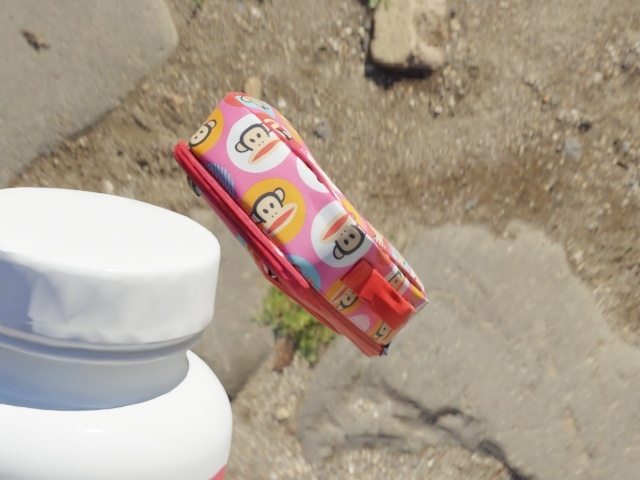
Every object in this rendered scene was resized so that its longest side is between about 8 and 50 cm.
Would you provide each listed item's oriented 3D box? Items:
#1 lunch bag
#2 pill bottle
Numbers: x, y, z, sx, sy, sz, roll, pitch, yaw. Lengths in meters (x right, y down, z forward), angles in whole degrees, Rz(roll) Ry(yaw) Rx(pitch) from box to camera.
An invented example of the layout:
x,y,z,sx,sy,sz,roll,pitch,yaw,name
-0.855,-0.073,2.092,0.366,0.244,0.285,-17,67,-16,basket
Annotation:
x,y,z,sx,sy,sz,roll,pitch,yaw,name
0.000,0.000,1.332,0.120,0.293,0.258,-44,62,1,lunch bag
-0.141,0.141,0.690,0.176,0.176,0.318,13,106,6,pill bottle
